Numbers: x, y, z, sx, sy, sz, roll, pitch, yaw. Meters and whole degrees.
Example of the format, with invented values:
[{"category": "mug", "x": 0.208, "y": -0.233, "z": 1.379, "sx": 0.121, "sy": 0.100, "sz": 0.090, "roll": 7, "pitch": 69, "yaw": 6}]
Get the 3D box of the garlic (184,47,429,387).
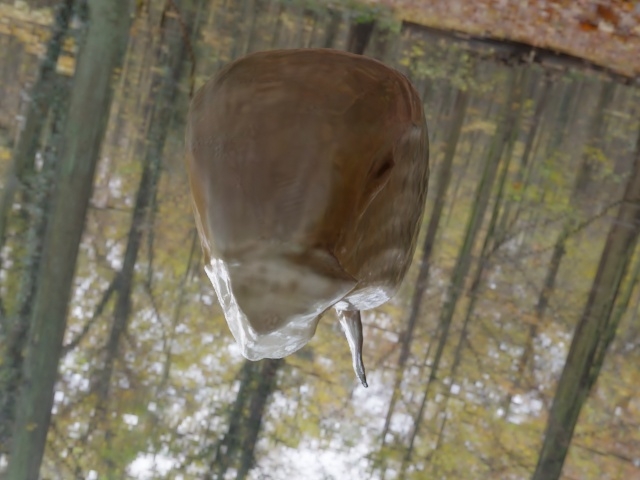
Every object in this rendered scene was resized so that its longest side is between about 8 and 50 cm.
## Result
[{"category": "garlic", "x": 0.001, "y": -0.007, "z": 0.441, "sx": 0.090, "sy": 0.129, "sz": 0.198, "roll": -1, "pitch": 169, "yaw": 7}]
